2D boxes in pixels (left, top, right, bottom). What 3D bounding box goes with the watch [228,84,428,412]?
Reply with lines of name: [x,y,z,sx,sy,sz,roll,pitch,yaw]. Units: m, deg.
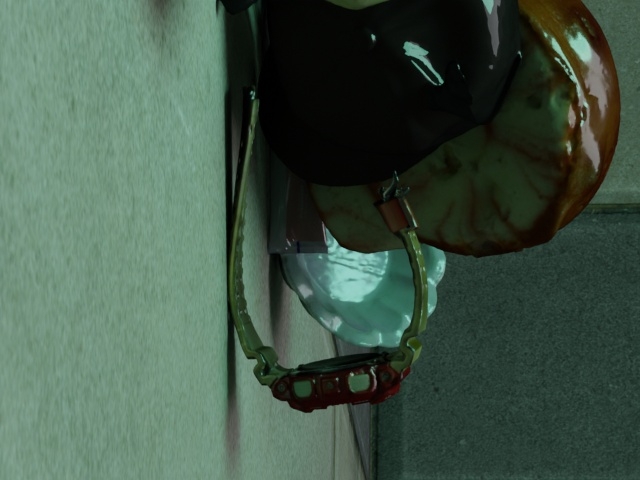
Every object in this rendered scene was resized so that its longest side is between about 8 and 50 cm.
watch: [0.006,0.007,1.326,0.102,0.165,0.268,-6,97,-82]

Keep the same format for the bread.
bread: [0.122,-0.130,1.520,0.114,0.327,0.295,-21,106,-46]

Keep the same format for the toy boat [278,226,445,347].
toy boat: [0.029,-0.017,1.714,0.100,0.199,0.290,-30,-129,56]

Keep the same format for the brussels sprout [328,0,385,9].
brussels sprout: [0.034,-0.324,1.077,0.281,0.289,0.355,106,9,-68]

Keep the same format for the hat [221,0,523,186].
hat: [0.021,-0.146,1.372,0.336,0.238,0.209,-49,175,39]

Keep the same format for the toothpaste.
toothpaste: [-0.026,-0.083,1.628,0.043,0.067,0.194,-11,-100,63]
